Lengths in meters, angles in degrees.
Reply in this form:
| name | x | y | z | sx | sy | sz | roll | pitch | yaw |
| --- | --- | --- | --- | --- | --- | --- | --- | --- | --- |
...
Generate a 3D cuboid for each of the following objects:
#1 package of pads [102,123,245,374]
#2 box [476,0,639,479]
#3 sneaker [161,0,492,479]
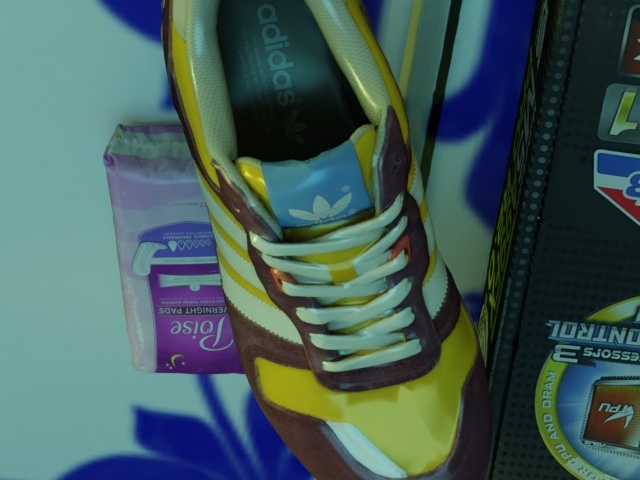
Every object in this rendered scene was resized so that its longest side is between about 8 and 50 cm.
| name | x | y | z | sx | sy | sz | roll | pitch | yaw |
| --- | --- | --- | --- | --- | --- | --- | --- | --- | --- |
| package of pads | -0.038 | 0.003 | 0.592 | 0.050 | 0.032 | 0.083 | 0 | 125 | 5 |
| box | 0.189 | -0.008 | 0.555 | 0.270 | 0.060 | 0.216 | 7 | 124 | -1 |
| sneaker | 0.000 | 0.000 | 0.519 | 0.069 | 0.084 | 0.185 | -22 | 98 | 0 |
